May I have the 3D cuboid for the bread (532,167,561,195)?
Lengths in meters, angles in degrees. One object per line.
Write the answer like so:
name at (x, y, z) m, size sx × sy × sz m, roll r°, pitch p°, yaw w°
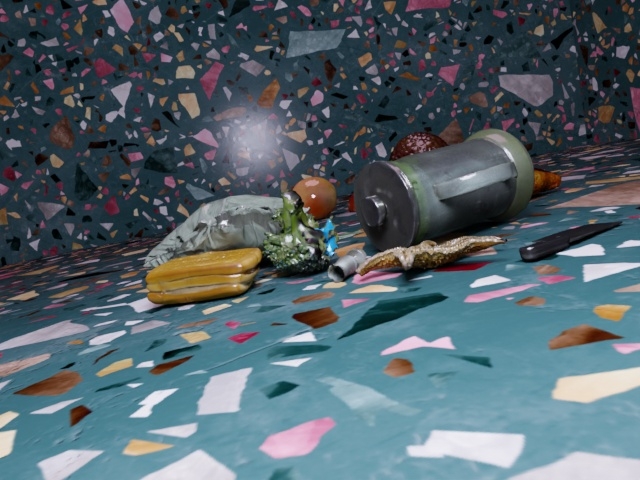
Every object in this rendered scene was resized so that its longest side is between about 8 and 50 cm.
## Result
bread at (0.541, -0.148, 1.345) m, size 0.269 × 0.095 × 0.139 m, roll 0°, pitch 2°, yaw -36°

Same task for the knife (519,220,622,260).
knife at (0.373, -0.003, 0.773) m, size 0.245 × 0.019 × 0.072 m, roll -13°, pitch 3°, yaw -33°

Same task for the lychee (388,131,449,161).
lychee at (0.363, -0.260, 1.799) m, size 0.261 × 0.260 × 0.260 m, roll -11°, pitch 8°, yaw 2°

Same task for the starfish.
starfish at (0.172, 0.020, 0.785) m, size 0.228 × 0.043 × 0.240 m, roll -7°, pitch 5°, yaw 15°

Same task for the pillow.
pillow at (-0.198, -0.009, 1.092) m, size 0.284 × 0.138 × 0.310 m, roll -23°, pitch -6°, yaw 34°

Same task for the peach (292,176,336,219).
peach at (-0.029, -0.162, 1.941) m, size 0.184 × 0.184 × 0.184 m, roll -11°, pitch 8°, yaw 2°

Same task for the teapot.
teapot at (0.244, -0.098, 0.963) m, size 0.337 × 0.200 × 0.270 m, roll -18°, pitch 4°, yaw -27°

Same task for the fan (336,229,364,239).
fan at (0.000, 0.000, 1.319) m, size 0.240 × 0.009 × 0.131 m, roll -14°, pitch 6°, yaw -15°

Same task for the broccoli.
broccoli at (-0.041, -0.016, 0.938) m, size 0.155 × 0.160 × 0.167 m, roll 10°, pitch 35°, yaw 21°

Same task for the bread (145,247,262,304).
bread at (-0.204, 0.064, 0.895) m, size 0.201 × 0.076 × 0.116 m, roll -8°, pitch 7°, yaw 11°

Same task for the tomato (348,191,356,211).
tomato at (0.217, -0.183, 2.004) m, size 0.228 × 0.101 × 0.228 m, roll -8°, pitch 10°, yaw 1°

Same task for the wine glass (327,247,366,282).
wine glass at (0.044, 0.041, 0.832) m, size 0.042 × 0.038 × 0.083 m, roll -20°, pitch 4°, yaw 31°
